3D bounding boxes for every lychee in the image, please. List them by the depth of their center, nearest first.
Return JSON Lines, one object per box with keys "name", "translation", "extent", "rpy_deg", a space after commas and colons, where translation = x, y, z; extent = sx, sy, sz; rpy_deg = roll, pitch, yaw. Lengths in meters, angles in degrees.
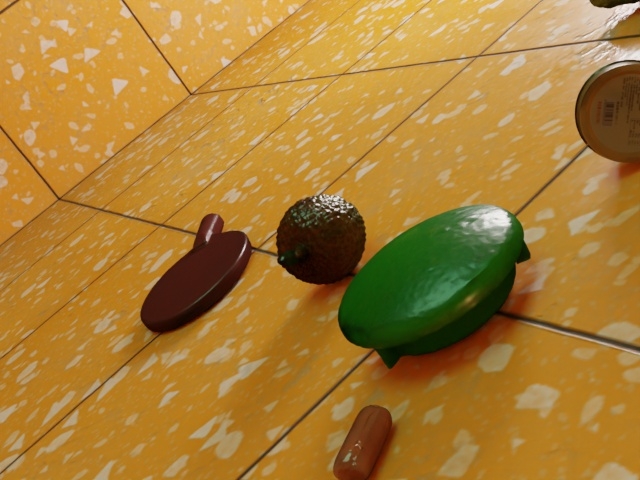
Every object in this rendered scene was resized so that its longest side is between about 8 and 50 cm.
{"name": "lychee", "translation": [0.000, 0.000, 1.241], "extent": [0.114, 0.114, 0.146], "rpy_deg": [-20, 6, 36]}

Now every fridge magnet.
{"name": "fridge magnet", "translation": [0.111, 0.039, 1.002], "extent": [0.208, 0.088, 0.208], "rpy_deg": [-30, 21, 13]}

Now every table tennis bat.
{"name": "table tennis bat", "translation": [-0.190, 0.038, 1.563], "extent": [0.200, 0.038, 0.310], "rpy_deg": [-30, 21, 16]}

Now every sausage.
{"name": "sausage", "translation": [0.038, 0.178, 0.885], "extent": [0.034, 0.034, 0.083], "rpy_deg": [-21, 24, 36]}

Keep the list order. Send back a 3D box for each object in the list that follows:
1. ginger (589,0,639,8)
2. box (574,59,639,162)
{"name": "ginger", "translation": [0.507, -0.419, 1.410], "extent": [0.290, 0.089, 0.137], "rpy_deg": [-42, 39, -5]}
{"name": "box", "translation": [0.315, -0.132, 1.030], "extent": [0.105, 0.105, 0.037], "rpy_deg": [-30, 10, 15]}
